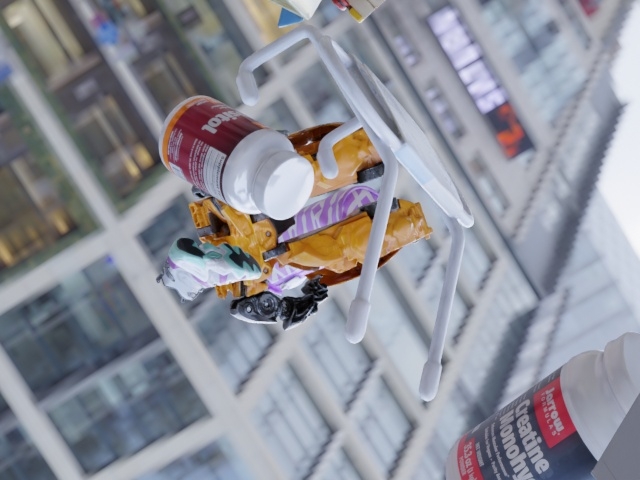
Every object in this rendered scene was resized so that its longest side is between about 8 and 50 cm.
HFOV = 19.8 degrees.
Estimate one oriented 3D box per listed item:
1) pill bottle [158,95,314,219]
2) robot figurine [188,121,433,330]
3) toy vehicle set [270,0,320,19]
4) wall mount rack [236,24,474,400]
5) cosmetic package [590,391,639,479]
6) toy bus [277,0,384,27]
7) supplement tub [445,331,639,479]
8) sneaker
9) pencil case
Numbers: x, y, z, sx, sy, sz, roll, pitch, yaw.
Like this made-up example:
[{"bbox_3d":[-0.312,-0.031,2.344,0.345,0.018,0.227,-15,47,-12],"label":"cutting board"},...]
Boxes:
[{"bbox_3d":[-0.080,-0.078,1.774,0.086,0.086,0.152,-37,-135,-27],"label":"pill bottle"},{"bbox_3d":[-0.018,-0.025,1.987,0.291,0.211,0.085,-21,-173,-33],"label":"robot figurine"},{"bbox_3d":[-0.110,-0.274,1.530,0.035,0.166,0.267,-60,157,-2],"label":"toy vehicle set"},{"bbox_3d":[0.053,-0.031,1.712,0.130,0.304,0.350,-32,152,10],"label":"wall mount rack"},{"bbox_3d":[0.359,0.166,1.661,0.238,0.107,0.127,-63,-144,22],"label":"cosmetic package"},{"bbox_3d":[0.018,-0.351,2.126,0.191,0.202,0.104,3,-165,3],"label":"toy bus"},{"bbox_3d":[0.297,0.247,2.118,0.272,0.191,0.191,-40,-175,26],"label":"supplement tub"},{"bbox_3d":[-0.110,0.035,1.732,0.069,0.098,0.038,-56,-146,29],"label":"sneaker"},{"bbox_3d":[0.000,0.000,2.198,0.206,0.086,0.088,-29,-140,52],"label":"pencil case"}]
